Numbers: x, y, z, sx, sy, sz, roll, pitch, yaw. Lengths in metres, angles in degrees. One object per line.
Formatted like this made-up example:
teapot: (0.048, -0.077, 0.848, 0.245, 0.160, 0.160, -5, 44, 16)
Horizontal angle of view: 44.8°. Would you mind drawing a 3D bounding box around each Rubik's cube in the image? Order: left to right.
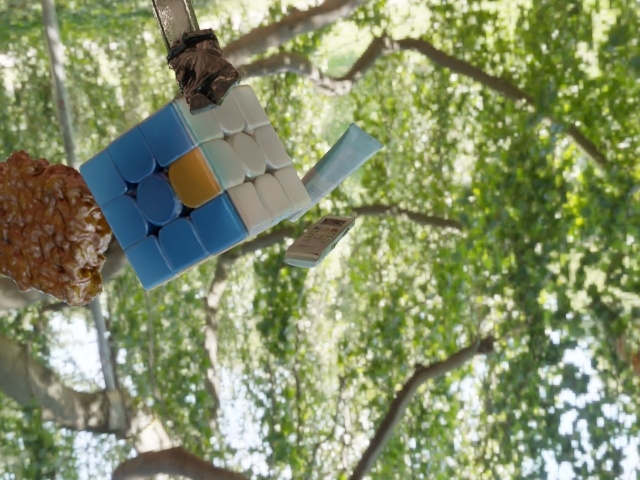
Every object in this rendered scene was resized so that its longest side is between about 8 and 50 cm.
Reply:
Rubik's cube: (-0.245, -0.112, 1.570, 0.291, 0.291, 0.291, -28, -178, 29)

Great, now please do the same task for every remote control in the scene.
remote control: (0.000, 0.000, 1.307, 0.065, 0.029, 0.166, 6, -154, 23)

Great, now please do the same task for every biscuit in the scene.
biscuit: (-0.622, -0.029, 1.754, 0.318, 0.312, 0.110, 23, -159, 16)

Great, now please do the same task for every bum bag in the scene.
bum bag: (-0.169, -0.244, 1.088, 0.087, 0.049, 0.198, -32, -136, 2)

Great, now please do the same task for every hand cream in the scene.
hand cream: (0.019, -0.164, 1.964, 0.312, 0.111, 0.070, -42, -148, 29)

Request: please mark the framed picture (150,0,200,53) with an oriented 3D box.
framed picture: (-0.304, -0.491, 1.550, 0.014, 0.252, 0.197, -19, -179, -27)
